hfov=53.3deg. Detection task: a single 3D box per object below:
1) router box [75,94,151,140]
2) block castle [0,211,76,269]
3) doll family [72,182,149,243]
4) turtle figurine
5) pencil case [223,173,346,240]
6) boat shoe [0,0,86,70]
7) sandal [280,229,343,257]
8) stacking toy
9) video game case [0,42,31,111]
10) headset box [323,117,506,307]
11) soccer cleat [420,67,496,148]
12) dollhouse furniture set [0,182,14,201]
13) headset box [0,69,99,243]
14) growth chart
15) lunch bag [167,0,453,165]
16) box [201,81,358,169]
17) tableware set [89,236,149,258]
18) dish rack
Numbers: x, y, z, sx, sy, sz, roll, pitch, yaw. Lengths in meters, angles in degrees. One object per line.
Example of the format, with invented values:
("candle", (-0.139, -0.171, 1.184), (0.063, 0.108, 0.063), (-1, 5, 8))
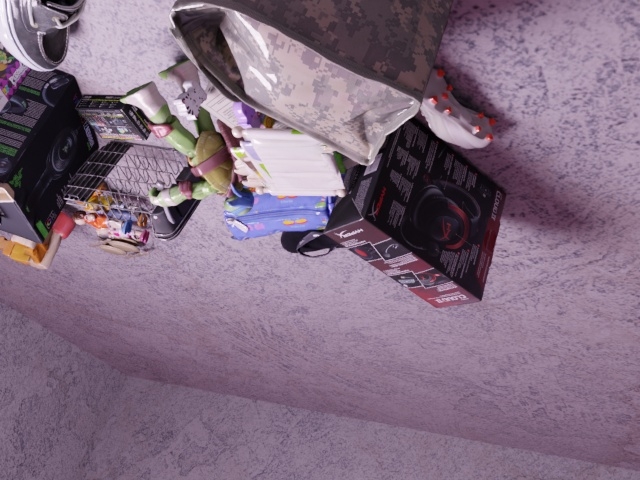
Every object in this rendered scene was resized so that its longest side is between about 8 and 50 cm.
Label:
("router box", (-0.407, -0.243, 1.264), (0.122, 0.038, 0.092), (7, 150, 24))
("block castle", (-0.807, -0.126, 1.573), (0.302, 0.213, 0.453), (16, 155, -1))
("doll family", (-0.531, -0.074, 1.615), (0.163, 0.119, 0.263), (12, 171, 1))
("turtle figurine", (-0.232, -0.159, 1.112), (0.266, 0.197, 0.275), (63, 175, -24))
("pencil case", (-0.062, -0.064, 1.268), (0.305, 0.133, 0.120), (-2, 113, 35))
("boat shoe", (-0.412, -0.365, 0.944), (0.119, 0.121, 0.335), (24, 151, 2))
("sandal", (0.000, 0.000, 1.426), (0.254, 0.055, 0.097), (-9, 142, 43))
("stacking toy", (-0.084, -0.153, 0.916), (0.166, 0.052, 0.221), (1, 149, 33))
("video game case", (-0.604, -0.312, 1.077), (0.231, 0.210, 0.042), (16, 153, 9))
("headset box", (0.176, -0.038, 1.056), (0.293, 0.218, 0.110), (32, 152, -25))
("soccer cleat", (0.176, -0.192, 0.941), (0.196, 0.068, 0.076), (31, 154, -28))
("dollhouse furniture set", (-0.589, -0.076, 1.070), (0.114, 0.081, 0.091), (1, 136, 23))
("headset box", (-0.582, -0.164, 1.259), (0.131, 0.283, 0.246), (19, 152, 3))
("growth chart", (-0.044, -0.105, 0.909), (0.171, 0.021, 0.237), (6, 164, 7))
("lunch bag", (-0.010, -0.263, 0.739), (0.286, 0.235, 0.169), (25, 152, -11))
("box", (-0.040, -0.213, 0.975), (0.232, 0.127, 0.148), (34, 150, -27))
("tableware set", (-0.587, 0.010, 1.863), (0.128, 0.039, 0.194), (22, 162, -32))
("dish rack", (-0.377, -0.116, 1.310), (0.271, 0.208, 0.074), (10, 140, 19))
